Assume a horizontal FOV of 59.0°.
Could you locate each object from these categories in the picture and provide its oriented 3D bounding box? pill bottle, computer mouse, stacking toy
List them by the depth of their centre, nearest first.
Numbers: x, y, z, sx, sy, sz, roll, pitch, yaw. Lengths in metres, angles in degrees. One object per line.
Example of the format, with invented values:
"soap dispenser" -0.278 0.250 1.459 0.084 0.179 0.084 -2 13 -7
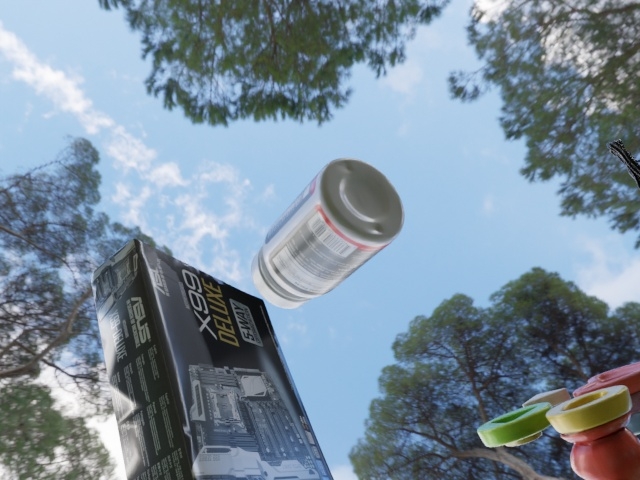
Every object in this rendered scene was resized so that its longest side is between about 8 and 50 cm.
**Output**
"computer mouse" 0.531 -0.141 0.859 0.042 0.193 0.106 -26 -97 -20
"stacking toy" 0.435 0.316 0.930 0.309 0.279 0.130 -7 -111 -41
"pill bottle" 0.000 0.000 0.978 0.161 0.283 0.161 18 -127 -25

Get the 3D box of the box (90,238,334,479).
"box" -0.114 0.169 0.625 0.076 0.242 0.307 -37 -127 13
